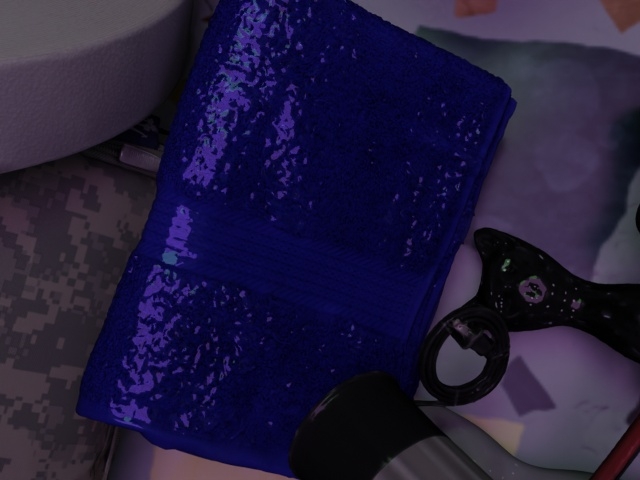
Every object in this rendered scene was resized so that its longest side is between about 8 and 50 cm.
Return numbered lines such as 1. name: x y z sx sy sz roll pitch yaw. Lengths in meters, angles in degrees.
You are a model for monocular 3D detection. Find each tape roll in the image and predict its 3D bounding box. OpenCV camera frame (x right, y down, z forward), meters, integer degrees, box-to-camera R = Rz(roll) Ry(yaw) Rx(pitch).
1. tape roll: -0.271 -0.172 0.507 0.392 0.392 0.072 22 128 11

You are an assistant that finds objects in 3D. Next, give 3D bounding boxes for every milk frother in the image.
1. milk frother: 0.082 0.123 0.456 0.135 0.129 0.143 41 106 38

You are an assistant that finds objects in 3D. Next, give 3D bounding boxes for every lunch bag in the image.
1. lunch bag: -0.241 0.043 0.553 0.256 0.212 0.305 15 87 -6

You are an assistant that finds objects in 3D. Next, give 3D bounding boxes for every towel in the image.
1. towel: 0.000 0.000 0.525 0.228 0.076 0.308 19 87 -27

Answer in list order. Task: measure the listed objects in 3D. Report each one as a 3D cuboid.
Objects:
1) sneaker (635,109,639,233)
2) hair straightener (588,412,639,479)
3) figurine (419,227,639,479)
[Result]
1. sneaker: 0.310 -0.080 0.501 0.315 0.127 0.182 -37 50 -15
2. hair straightener: 0.174 0.183 0.460 0.089 0.047 0.230 39 96 22
3. figurine: 0.171 0.116 0.541 0.210 0.092 0.214 19 88 18
